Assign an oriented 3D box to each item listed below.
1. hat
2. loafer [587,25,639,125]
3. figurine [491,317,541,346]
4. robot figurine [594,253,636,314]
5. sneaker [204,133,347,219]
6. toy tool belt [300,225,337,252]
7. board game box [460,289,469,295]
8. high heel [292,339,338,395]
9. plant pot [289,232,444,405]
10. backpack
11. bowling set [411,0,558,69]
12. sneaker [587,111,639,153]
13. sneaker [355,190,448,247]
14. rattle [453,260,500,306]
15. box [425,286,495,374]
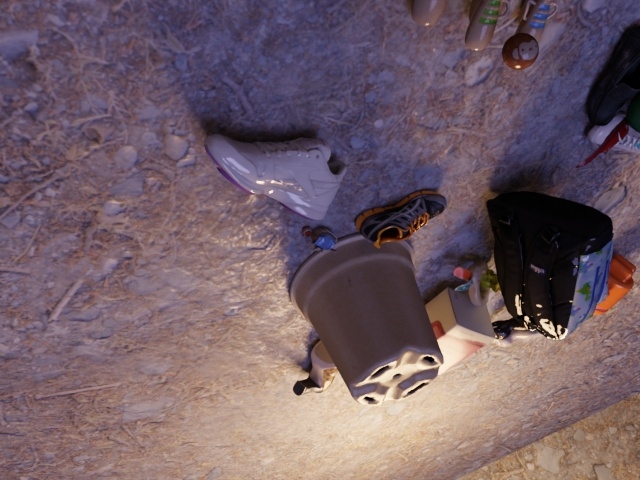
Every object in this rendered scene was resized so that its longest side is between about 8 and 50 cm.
[{"bbox_3d":[0.648,-0.276,1.216,0.183,0.209,0.173,5,155,-3],"label":"hat"},{"bbox_3d":[0.623,-0.325,1.198,0.076,0.078,0.223,-9,138,-16],"label":"loafer"},{"bbox_3d":[0.635,0.278,1.865,0.209,0.092,0.215,-22,153,11],"label":"figurine"},{"bbox_3d":[0.871,0.144,1.803,0.128,0.158,0.219,18,129,-11],"label":"robot figurine"},{"bbox_3d":[-0.075,-0.146,1.064,0.305,0.114,0.152,21,110,-45],"label":"sneaker"},{"bbox_3d":[0.000,0.000,1.284,0.083,0.051,0.052,19,124,-39],"label":"toy tool belt"},{"bbox_3d":[0.388,0.212,1.725,0.103,0.026,0.154,-15,140,-11],"label":"board game box"},{"bbox_3d":[0.040,0.342,1.688,0.261,0.093,0.186,-50,158,12],"label":"high heel"},{"bbox_3d":[0.125,0.201,1.370,0.333,0.306,0.334,-13,139,-11],"label":"plant pot"},{"bbox_3d":[0.557,0.070,1.403,0.273,0.290,0.356,-20,119,-33],"label":"backpack"},{"bbox_3d":[0.309,-0.377,0.907,0.286,0.200,0.154,-8,137,-23],"label":"bowling set"},{"bbox_3d":[0.714,-0.234,1.332,0.212,0.094,0.080,-2,137,-23],"label":"sneaker"},{"bbox_3d":[0.191,-0.042,1.305,0.214,0.083,0.084,-21,139,-5],"label":"sneaker"},{"bbox_3d":[0.446,0.112,1.523,0.199,0.142,0.130,36,78,-55],"label":"rattle"},{"bbox_3d":[0.349,0.261,1.641,0.148,0.127,0.232,21,133,-25],"label":"box"}]
